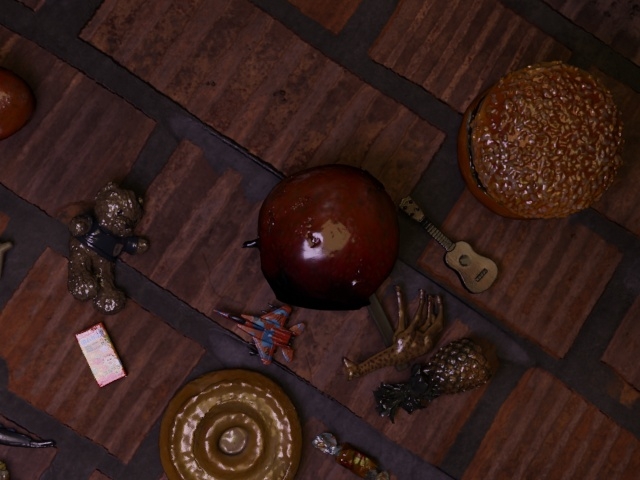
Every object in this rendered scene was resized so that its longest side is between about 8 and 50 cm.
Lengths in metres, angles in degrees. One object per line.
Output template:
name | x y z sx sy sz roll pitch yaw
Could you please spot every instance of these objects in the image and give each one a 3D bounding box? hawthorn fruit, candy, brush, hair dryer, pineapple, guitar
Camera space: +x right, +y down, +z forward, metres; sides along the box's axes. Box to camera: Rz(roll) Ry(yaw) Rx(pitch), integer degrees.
hawthorn fruit | 0.017 0.002 1.868 0.316 0.316 0.316 1 85 -9
candy | -0.439 0.230 1.895 0.062 0.038 0.122 -25 89 -10
brush | 0.133 0.189 1.997 0.034 0.027 0.190 -29 98 -22
candy | 0.067 0.454 1.951 0.182 0.046 0.053 34 83 -7
hair dryer | -0.620 0.352 1.855 0.219 0.075 0.196 24 72 -16
pineapple | 0.228 0.297 1.965 0.251 0.125 0.125 -25 89 -5
guitar | 0.266 0.005 2.025 0.271 0.038 0.084 43 80 -6
hawthorn fruit | -0.657 -0.252 1.847 0.157 0.157 0.194 38 84 -4

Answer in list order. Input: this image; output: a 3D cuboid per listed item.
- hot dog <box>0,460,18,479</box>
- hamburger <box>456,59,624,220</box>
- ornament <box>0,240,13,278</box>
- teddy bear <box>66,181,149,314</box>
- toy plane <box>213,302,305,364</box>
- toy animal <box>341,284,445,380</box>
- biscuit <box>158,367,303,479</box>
hot dog | -0.647 0.526 1.810 0.146 0.103 0.213 -10 96 -31
hamburger | 0.455 -0.201 1.967 0.330 0.250 0.330 1 84 -8
ornament | -0.751 0.034 1.852 0.245 0.061 0.230 -44 94 -7
teddy bear | -0.439 0.010 1.876 0.129 0.182 0.251 16 82 29
toy plane | -0.131 0.178 1.939 0.189 0.061 0.130 22 83 -2
toy animal | 0.161 0.207 1.966 0.149 0.054 0.275 43 72 -14
biscuit | -0.178 0.402 1.893 0.296 0.102 0.296 1 84 -7
